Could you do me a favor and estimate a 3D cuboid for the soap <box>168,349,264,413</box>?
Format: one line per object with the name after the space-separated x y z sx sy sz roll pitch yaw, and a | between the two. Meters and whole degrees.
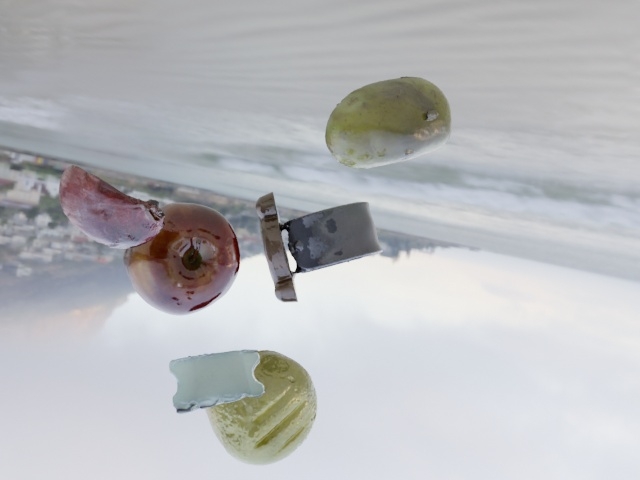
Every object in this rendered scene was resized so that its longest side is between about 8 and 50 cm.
-0.176 0.239 1.298 0.150 0.094 0.261 -12 170 -7 | soap

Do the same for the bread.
-0.160 0.479 2.133 0.237 0.320 0.321 32 -166 38 | bread

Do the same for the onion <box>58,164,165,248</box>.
-0.447 -0.053 1.599 0.284 0.120 0.227 10 156 42 | onion

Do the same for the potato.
0.148 -0.210 1.393 0.272 0.160 0.111 -14 -150 -24 | potato

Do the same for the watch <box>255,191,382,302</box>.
0.000 0.000 2.154 0.327 0.313 0.335 -14 176 -3 | watch

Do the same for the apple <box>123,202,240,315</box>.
-0.356 0.050 1.913 0.288 0.287 0.317 10 170 -30 | apple
